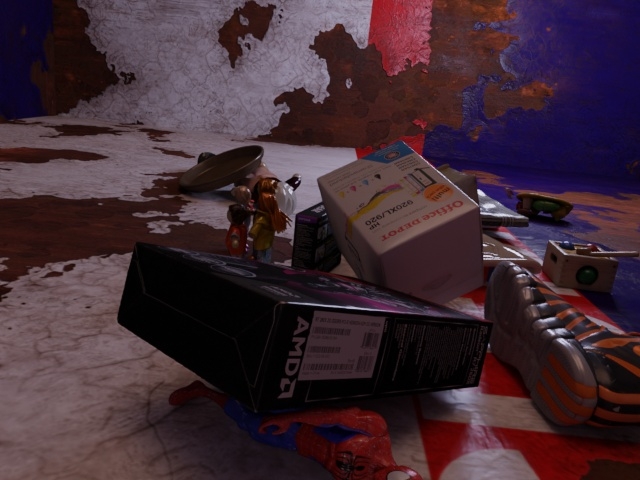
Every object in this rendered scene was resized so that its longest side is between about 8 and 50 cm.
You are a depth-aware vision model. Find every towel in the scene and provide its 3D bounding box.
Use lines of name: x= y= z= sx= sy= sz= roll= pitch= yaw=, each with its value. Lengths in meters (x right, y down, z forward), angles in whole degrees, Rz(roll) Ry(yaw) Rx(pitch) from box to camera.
towel: x=0.377 y=-0.111 z=1.508 sx=0.312 sy=0.056 sz=0.324 roll=3 pitch=19 yaw=-11

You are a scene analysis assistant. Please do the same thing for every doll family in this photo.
doll family: x=-0.115 y=-0.032 z=1.022 sx=0.118 sy=0.163 sz=0.263 roll=4 pitch=16 yaw=-7

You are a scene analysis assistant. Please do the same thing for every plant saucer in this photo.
plant saucer: x=-0.296 y=-0.215 z=1.620 sx=0.277 sy=0.041 sz=0.278 roll=-17 pitch=25 yaw=8

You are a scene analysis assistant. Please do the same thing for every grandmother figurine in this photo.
grandmother figurine: x=-0.148 y=-0.148 z=1.538 sx=0.207 sy=0.104 sz=0.342 roll=-26 pitch=27 yaw=-9

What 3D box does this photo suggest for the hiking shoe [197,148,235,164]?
hiking shoe: x=-0.326 y=-0.274 z=1.941 sx=0.226 sy=0.086 sz=0.114 roll=-14 pitch=39 yaw=-36

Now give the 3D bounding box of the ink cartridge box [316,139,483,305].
ink cartridge box: x=0.128 y=-0.017 z=0.868 sx=0.171 sy=0.168 sz=0.233 roll=-25 pitch=41 yaw=-8

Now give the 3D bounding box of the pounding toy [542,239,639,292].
pounding toy: x=0.561 y=0.045 z=1.122 sx=0.130 sy=0.100 sz=0.141 roll=7 pitch=16 yaw=4

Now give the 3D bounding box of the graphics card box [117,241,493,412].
graphics card box: x=0.003 y=0.090 z=0.590 sx=0.232 sy=0.094 sz=0.371 roll=16 pitch=3 yaw=43

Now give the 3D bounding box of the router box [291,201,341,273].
router box: x=0.000 y=0.000 z=1.011 sx=0.046 sy=0.133 sz=0.179 roll=12 pitch=17 yaw=18

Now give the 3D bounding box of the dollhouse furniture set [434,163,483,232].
dollhouse furniture set: x=0.207 y=-0.058 z=1.076 sx=0.183 sy=0.129 sz=0.129 roll=-17 pitch=21 yaw=-7

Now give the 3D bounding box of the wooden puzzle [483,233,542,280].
wooden puzzle: x=0.241 y=0.016 z=1.163 sx=0.347 sy=0.081 sz=0.322 roll=6 pitch=16 yaw=-19

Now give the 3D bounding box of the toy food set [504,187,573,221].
toy food set: x=0.712 y=-0.105 z=1.766 sx=0.217 sy=0.071 sz=0.128 roll=15 pitch=-5 yaw=22

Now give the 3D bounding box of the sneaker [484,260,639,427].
sneaker: x=0.349 y=0.140 z=0.732 sx=0.180 sy=0.125 sz=0.321 roll=8 pitch=27 yaw=-7

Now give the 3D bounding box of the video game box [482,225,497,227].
video game box: x=0.404 y=-0.085 z=1.602 sx=0.205 sy=0.048 sz=0.187 roll=2 pitch=20 yaw=-14

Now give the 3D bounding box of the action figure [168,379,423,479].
action figure: x=-0.050 y=0.176 z=0.478 sx=0.280 sy=0.092 sz=0.139 roll=15 pitch=12 yaw=29
